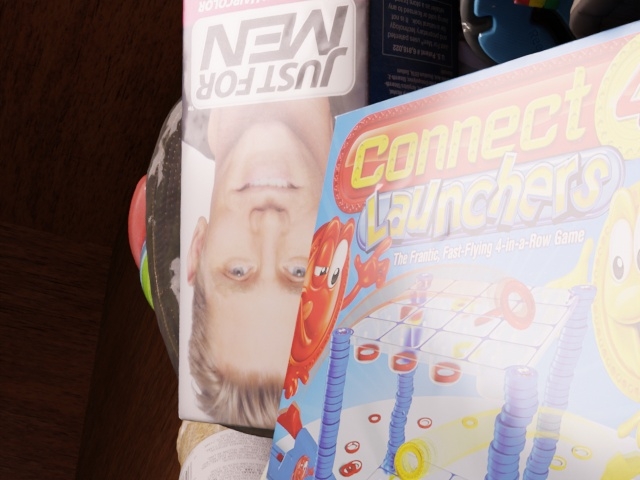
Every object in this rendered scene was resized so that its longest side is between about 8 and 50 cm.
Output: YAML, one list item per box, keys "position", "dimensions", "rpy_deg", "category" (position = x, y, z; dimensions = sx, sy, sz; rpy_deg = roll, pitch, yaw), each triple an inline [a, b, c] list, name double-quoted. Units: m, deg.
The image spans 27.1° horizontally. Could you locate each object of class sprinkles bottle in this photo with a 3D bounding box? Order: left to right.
- position: [-0.064, 0.252, 1.148]
  dimensions: [0.355, 0.121, 0.121]
  rpy_deg: [-109, 35, -70]
  category: "sprinkles bottle"

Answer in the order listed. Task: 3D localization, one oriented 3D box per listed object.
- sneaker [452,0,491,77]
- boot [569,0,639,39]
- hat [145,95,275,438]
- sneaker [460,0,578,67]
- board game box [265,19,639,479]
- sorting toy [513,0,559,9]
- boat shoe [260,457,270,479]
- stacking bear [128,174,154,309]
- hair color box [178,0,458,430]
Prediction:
- position: [0.087, -0.175, 1.037]
  dimensions: [0.281, 0.105, 0.115]
  rpy_deg: [-93, 19, -52]
  category: "sneaker"
- position: [0.219, -0.251, 0.537]
  dimensions: [0.377, 0.138, 0.284]
  rpy_deg: [125, 156, -76]
  category: "boot"
- position: [0.000, 0.000, 1.082]
  dimensions: [0.331, 0.134, 0.331]
  rpy_deg: [-8, 76, 36]
  category: "hat"
- position: [0.159, -0.278, 0.822]
  dimensions: [0.139, 0.125, 0.340]
  rpy_deg: [-96, 26, -66]
  category: "sneaker"
- position: [0.094, 0.066, 0.653]
  dimensions: [0.308, 0.086, 0.301]
  rpy_deg: [-10, 66, 58]
  category: "board game box"
- position: [0.119, -0.239, 0.634]
  dimensions: [0.132, 0.046, 0.274]
  rpy_deg: [-70, -11, -67]
  category: "sorting toy"
- position: [0.036, 0.197, 0.905]
  dimensions: [0.109, 0.091, 0.305]
  rpy_deg: [-70, 16, -9]
  category: "boat shoe"
- position: [-0.134, 0.047, 1.609]
  dimensions: [0.289, 0.175, 0.164]
  rpy_deg: [-126, 53, -63]
  category: "stacking bear"
- position: [-0.002, -0.045, 0.914]
  dimensions: [0.174, 0.105, 0.347]
  rpy_deg: [-1, 89, 40]
  category: "hair color box"
